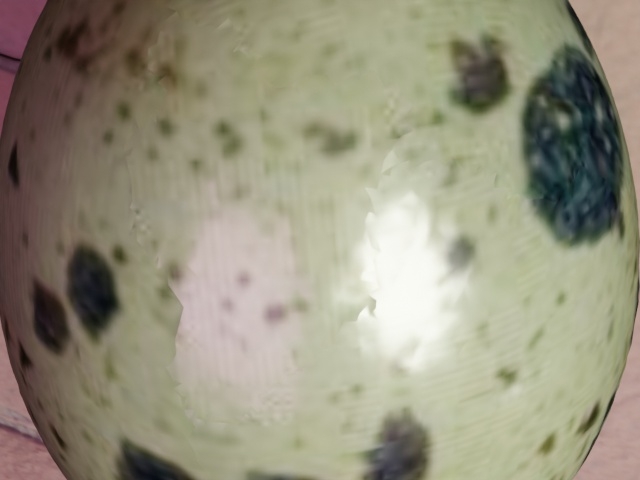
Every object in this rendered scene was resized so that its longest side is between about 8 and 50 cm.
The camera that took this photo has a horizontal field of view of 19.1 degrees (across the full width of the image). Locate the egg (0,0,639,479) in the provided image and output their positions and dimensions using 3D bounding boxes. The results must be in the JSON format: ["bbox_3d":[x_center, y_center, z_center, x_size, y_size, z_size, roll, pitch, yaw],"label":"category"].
[{"bbox_3d":[0.000,0.000,0.843,0.287,0.288,0.379,20,139,12],"label":"egg"}]
